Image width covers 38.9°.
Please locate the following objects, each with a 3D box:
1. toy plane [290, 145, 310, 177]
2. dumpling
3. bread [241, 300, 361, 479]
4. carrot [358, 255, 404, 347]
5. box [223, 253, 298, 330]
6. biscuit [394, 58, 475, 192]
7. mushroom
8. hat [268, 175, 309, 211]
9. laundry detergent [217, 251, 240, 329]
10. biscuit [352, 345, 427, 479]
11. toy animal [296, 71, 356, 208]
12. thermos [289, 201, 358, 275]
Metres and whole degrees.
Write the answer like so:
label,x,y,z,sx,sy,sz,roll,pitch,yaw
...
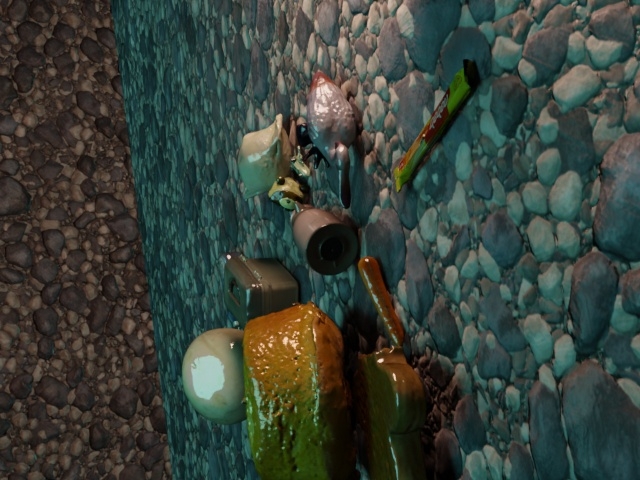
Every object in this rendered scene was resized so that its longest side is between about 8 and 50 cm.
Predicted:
label,x,y,z,sx,sy,sz,roll,pitch,yaw
toy plane,-0.045,-0.158,1.928,0.083,0.033,0.080,-118,20,-44
dumpling,-0.116,-0.196,2.010,0.215,0.126,0.166,84,-166,-49
bread,-0.038,0.302,1.695,0.337,0.204,0.358,-71,-27,-77
carrot,0.111,0.109,1.599,0.037,0.037,0.190,115,140,-51
box,-0.139,0.123,2.097,0.210,0.129,0.147,-138,47,-61
biscuit,0.171,-0.168,1.395,0.292,0.026,0.048,120,159,-55
mushroom,-0.235,0.340,2.320,0.246,0.202,0.246,2,94,24
hat,-0.067,-0.105,1.938,0.076,0.077,0.059,-41,-25,-62
laundry detergent,-0.231,0.138,2.425,0.097,0.061,0.206,143,120,-62
biscuit,0.136,0.374,1.503,0.368,0.076,0.393,120,143,-73
toy animal,0.021,-0.200,1.677,0.324,0.091,0.195,-124,28,-67
thermos,0.000,0.000,1.780,0.137,0.105,0.193,60,174,-25
